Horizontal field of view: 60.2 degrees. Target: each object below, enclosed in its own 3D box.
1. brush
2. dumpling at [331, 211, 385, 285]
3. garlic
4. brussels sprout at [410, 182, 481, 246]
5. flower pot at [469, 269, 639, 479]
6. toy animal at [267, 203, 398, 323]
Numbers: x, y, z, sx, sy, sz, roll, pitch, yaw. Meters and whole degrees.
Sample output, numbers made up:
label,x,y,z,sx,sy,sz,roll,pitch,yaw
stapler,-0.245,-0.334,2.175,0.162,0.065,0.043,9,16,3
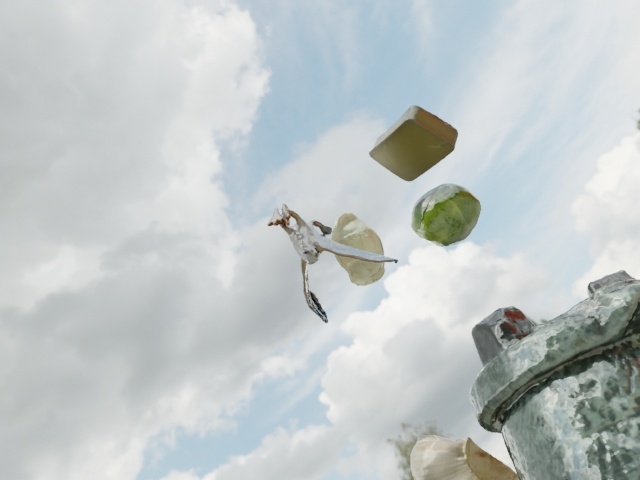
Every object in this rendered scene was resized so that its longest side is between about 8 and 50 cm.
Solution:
label,x,y,z,sx,sy,sz,roll,pitch,yaw
brush,0.200,-0.209,1.202,0.059,0.123,0.197,-65,13,-23
dumpling,0.113,0.035,1.761,0.179,0.131,0.252,-31,-80,-38
garlic,0.266,0.458,1.005,0.178,0.230,0.142,109,-177,-59
brussels sprout,0.427,-0.084,1.948,0.219,0.210,0.271,-51,6,-21
flower pot,0.339,0.182,0.657,0.299,0.282,0.299,-9,-42,-8
toy animal,-0.012,-0.010,1.306,0.225,0.284,0.302,-41,-48,8
